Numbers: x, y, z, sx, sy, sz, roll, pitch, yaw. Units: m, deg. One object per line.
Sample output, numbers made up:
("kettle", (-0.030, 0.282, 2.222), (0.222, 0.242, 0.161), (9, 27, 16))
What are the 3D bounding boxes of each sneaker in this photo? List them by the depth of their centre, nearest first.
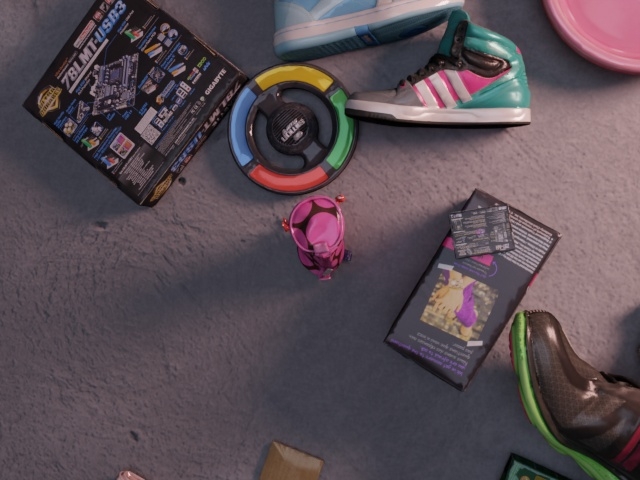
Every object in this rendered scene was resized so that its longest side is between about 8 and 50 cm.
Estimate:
("sneaker", (0.460, 0.269, 0.974), (0.483, 0.185, 0.202), (47, 116, -3))
("sneaker", (0.188, -0.272, 1.063), (0.296, 0.124, 0.178), (1, 95, 2))
("sneaker", (0.062, -0.427, 1.089), (0.319, 0.127, 0.208), (-10, 89, 9))

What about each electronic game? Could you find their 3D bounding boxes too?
("electronic game", (-0.048, -0.191, 1.144), (0.230, 0.048, 0.229), (0, 89, 9))

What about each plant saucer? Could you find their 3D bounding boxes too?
("plant saucer", (0.506, -0.415, 1.034), (0.333, 0.084, 0.331), (0, 89, 10))

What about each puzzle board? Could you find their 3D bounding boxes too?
("puzzle board", (-0.059, 0.423, 1.159), (0.097, 0.011, 0.128), (19, 93, 8))

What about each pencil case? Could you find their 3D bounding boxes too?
("pencil case", (0.000, 0.000, 1.053), (0.095, 0.209, 0.098), (1, 78, 4))

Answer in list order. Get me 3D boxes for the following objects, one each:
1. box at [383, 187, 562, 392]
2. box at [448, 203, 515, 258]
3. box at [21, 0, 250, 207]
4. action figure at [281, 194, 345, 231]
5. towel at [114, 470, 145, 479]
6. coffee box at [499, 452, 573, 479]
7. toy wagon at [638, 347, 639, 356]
("box", (0.229, 0.073, 1.034), (0.143, 0.165, 0.270), (32, 95, 10))
("box", (0.227, -0.012, 0.942), (0.083, 0.018, 0.067), (-10, 85, 10))
("box", (-0.327, -0.261, 1.180), (0.293, 0.073, 0.295), (39, 96, 9))
("action figure", (-0.011, -0.051, 1.141), (0.115, 0.038, 0.030), (-22, 103, 9))
("towel", (-0.301, 0.627, 1.178), (0.317, 0.053, 0.331), (30, 93, 9))
("coffee box", (0.373, 0.433, 1.069), (0.184, 0.040, 0.113), (22, 94, 10))
("toy wagon", (0.677, 0.163, 1.008), (0.345, 0.068, 0.267), (-23, 86, 8))
